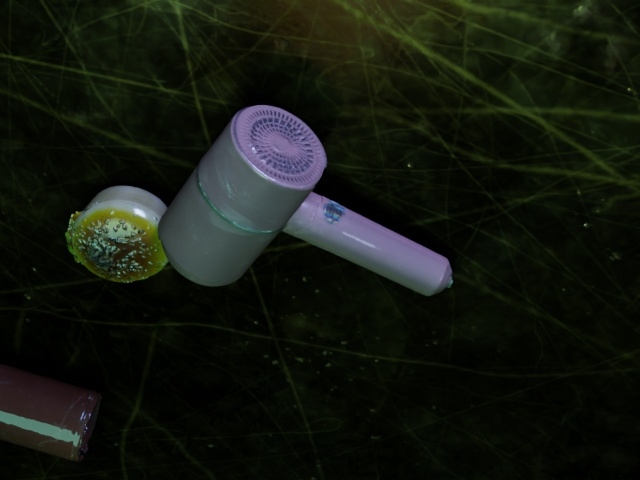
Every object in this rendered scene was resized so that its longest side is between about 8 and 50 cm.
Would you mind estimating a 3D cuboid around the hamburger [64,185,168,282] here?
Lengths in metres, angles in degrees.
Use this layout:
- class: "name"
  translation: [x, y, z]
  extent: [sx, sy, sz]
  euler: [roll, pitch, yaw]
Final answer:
- class: "hamburger"
  translation: [-0.251, -0.003, 1.737]
  extent: [0.141, 0.081, 0.126]
  euler: [0, 129, 16]

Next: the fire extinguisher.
- class: "fire extinguisher"
  translation: [-0.485, 0.225, 1.979]
  extent: [0.337, 0.106, 0.147]
  euler: [17, 155, 0]

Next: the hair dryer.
- class: "hair dryer"
  translation: [0.000, 0.000, 1.670]
  extent: [0.352, 0.125, 0.210]
  euler: [26, 131, -17]
